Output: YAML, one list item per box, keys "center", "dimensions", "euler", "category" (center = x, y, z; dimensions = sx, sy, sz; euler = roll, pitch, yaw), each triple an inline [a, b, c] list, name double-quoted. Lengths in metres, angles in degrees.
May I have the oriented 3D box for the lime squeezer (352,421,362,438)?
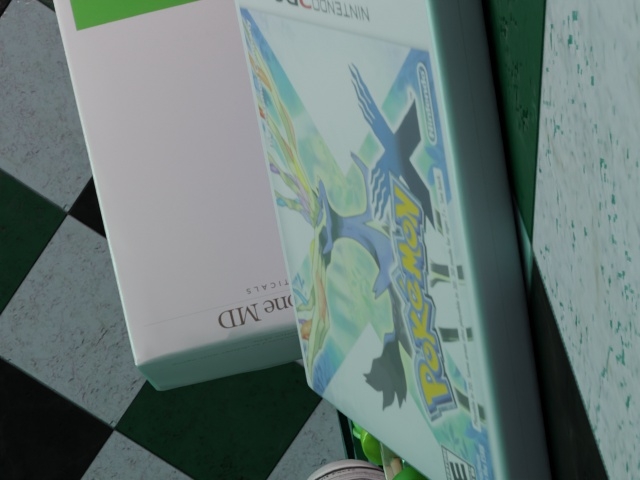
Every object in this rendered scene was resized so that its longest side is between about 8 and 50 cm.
- center: [0.062, 0.193, 1.895]
  dimensions: [0.310, 0.059, 0.110]
  euler: [83, 175, -63]
  category: "lime squeezer"

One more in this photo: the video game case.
- center: [0.034, -0.018, 0.981]
  dimensions: [0.300, 0.036, 0.329]
  euler: [-152, 47, -64]
  category: "video game case"

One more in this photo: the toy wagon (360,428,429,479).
- center: [0.087, 0.234, 1.463]
  dimensions: [0.267, 0.068, 0.344]
  euler: [-106, 5, -60]
  category: "toy wagon"

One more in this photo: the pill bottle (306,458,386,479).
- center: [0.044, 0.333, 1.729]
  dimensions: [0.278, 0.162, 0.162]
  euler: [-125, 24, -82]
  category: "pill bottle"

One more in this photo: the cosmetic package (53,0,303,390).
- center: [-0.085, -0.083, 1.274]
  dimensions: [0.155, 0.197, 0.365]
  euler: [84, 171, -76]
  category: "cosmetic package"
